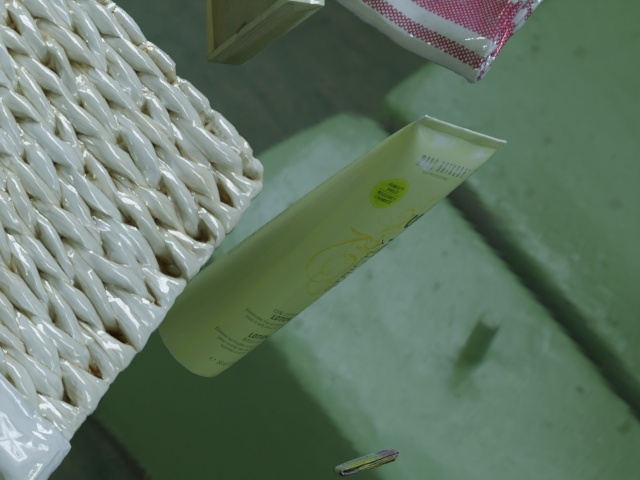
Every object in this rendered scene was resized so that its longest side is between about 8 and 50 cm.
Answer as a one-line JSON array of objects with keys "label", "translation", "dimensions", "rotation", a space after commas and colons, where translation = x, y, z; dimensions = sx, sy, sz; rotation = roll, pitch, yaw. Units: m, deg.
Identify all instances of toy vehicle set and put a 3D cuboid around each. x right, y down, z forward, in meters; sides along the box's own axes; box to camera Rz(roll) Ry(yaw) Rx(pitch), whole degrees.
[{"label": "toy vehicle set", "translation": [-0.058, -0.307, 1.476], "dimensions": [0.035, 0.166, 0.267], "rotation": [3, 77, -28]}]

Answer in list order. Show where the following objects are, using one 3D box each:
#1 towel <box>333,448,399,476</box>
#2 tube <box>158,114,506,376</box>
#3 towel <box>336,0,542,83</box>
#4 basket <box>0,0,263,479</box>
[{"label": "towel", "translation": [0.041, 0.207, 1.550], "dimensions": [0.060, 0.083, 0.009], "rotation": [-18, 86, -7]}, {"label": "tube", "translation": [0.000, 0.000, 1.024], "dimensions": [0.062, 0.240, 0.070], "rotation": [46, 26, -14]}, {"label": "towel", "translation": [0.064, -0.179, 0.712], "dimensions": [0.144, 0.029, 0.197], "rotation": [34, 83, 22]}, {"label": "basket", "translation": [-0.271, -0.038, 0.985], "dimensions": [0.328, 0.331, 0.266], "rotation": [49, 58, -19]}]
